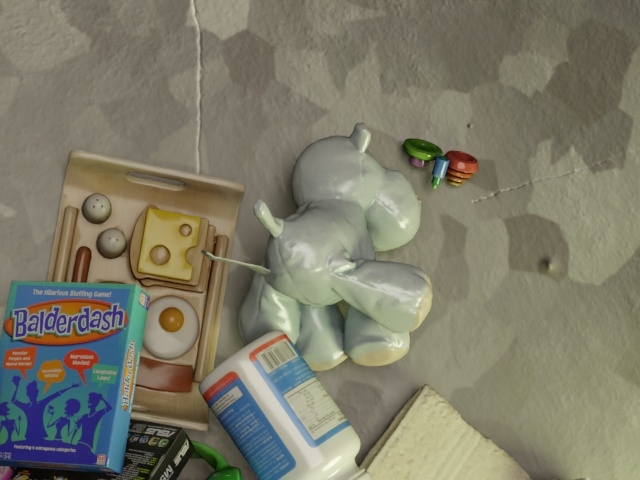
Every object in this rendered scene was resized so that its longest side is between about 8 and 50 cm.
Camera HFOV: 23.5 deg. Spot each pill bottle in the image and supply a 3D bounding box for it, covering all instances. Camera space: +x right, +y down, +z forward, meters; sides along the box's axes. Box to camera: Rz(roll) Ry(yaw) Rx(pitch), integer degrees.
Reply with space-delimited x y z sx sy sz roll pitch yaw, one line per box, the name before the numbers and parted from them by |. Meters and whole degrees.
pill bottle | -0.032 0.224 1.778 0.124 0.124 0.221 -33 81 -14

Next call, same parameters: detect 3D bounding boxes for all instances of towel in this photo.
towel | 0.119 0.336 1.865 0.187 0.049 0.282 42 64 -5

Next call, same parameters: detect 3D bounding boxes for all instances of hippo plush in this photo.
hippo plush | 0.000 0.000 1.870 0.294 0.234 0.237 30 46 -21

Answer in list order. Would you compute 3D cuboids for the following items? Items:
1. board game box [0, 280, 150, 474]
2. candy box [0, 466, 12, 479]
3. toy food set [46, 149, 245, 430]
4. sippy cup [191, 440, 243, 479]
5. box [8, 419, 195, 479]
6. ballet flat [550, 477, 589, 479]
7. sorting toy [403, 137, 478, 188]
board game box | -0.287 0.152 1.735 0.160 0.047 0.210 0 70 17
candy box | -0.431 0.246 1.747 0.159 0.071 0.234 13 77 -43
toy food set | -0.218 0.060 1.843 0.219 0.092 0.306 10 80 -10
sippy cup | -0.176 0.394 1.746 0.224 0.305 0.240 -13 116 -3
box | -0.264 0.279 1.735 0.184 0.190 0.045 -60 139 -37
ballet flat | 0.262 0.481 1.852 0.147 0.147 0.409 13 72 -10
sorting toy | 0.151 -0.094 1.970 0.102 0.061 0.042 16 113 -2
